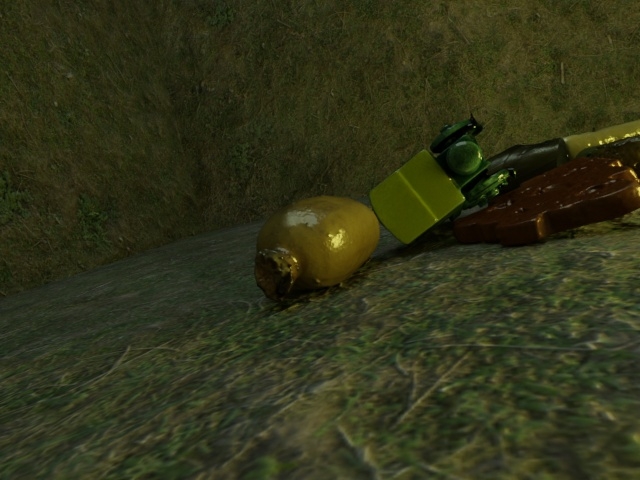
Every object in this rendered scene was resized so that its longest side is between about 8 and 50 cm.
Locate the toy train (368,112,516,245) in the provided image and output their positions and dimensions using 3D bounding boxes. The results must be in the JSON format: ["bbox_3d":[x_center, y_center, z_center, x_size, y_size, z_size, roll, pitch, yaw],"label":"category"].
[{"bbox_3d":[0.232,-0.095,0.969,0.237,0.150,0.369,-38,-10,10],"label":"toy train"}]

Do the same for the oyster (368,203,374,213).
[{"bbox_3d":[0.223,-0.121,1.708,0.177,0.056,0.105,-18,-4,-41],"label":"oyster"}]

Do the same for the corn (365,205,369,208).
[{"bbox_3d":[0.060,-0.069,1.453,0.092,0.092,0.280,-16,11,-25],"label":"corn"}]

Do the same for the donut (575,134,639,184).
[{"bbox_3d":[0.592,-0.142,0.901,0.271,0.107,0.272,-11,7,1],"label":"donut"}]

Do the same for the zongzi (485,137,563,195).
[{"bbox_3d":[0.504,-0.167,1.296,0.289,0.123,0.260,-26,13,-17],"label":"zongzi"}]

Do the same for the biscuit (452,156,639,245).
[{"bbox_3d":[0.371,-0.066,0.783,0.306,0.043,0.283,-33,13,-39],"label":"biscuit"}]

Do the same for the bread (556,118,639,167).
[{"bbox_3d":[0.598,-0.172,1.055,0.178,0.140,0.060,-14,32,5],"label":"bread"}]

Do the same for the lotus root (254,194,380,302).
[{"bbox_3d":[0.002,-0.002,0.754,0.146,0.131,0.303,-11,7,31],"label":"lotus root"}]
